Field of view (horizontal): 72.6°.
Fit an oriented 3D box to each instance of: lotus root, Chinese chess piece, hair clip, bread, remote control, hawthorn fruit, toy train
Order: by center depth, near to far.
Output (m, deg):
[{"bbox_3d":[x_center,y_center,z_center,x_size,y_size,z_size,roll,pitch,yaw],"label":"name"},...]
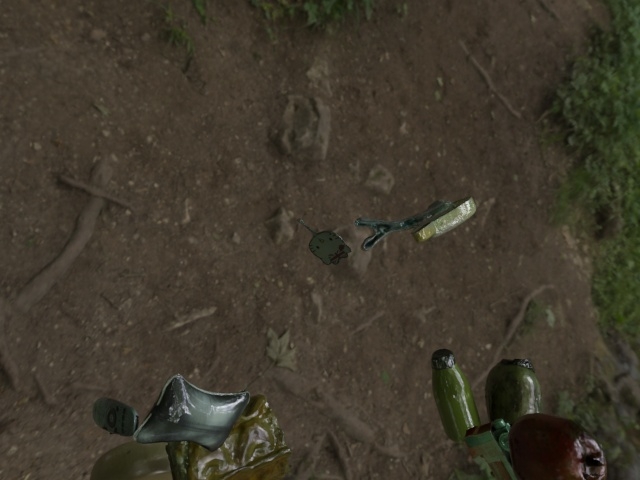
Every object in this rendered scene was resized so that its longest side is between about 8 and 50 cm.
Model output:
[{"bbox_3d":[0.204,0.186,0.378,0.077,0.077,0.077,31,38,-27],"label":"hawthorn fruit"},{"bbox_3d":[0.174,-0.032,0.776,0.159,0.218,0.071,-96,169,-83],"label":"hair clip"},{"bbox_3d":[0.399,0.473,0.928,0.074,0.118,0.176,-6,65,-60],"label":"toy train"},{"bbox_3d":[-0.217,0.494,1.014,0.252,0.196,0.239,-15,77,-36],"label":"bread"},{"bbox_3d":[-0.492,0.644,1.210,0.273,0.273,0.102,16,37,-41],"label":"Chinese chess piece"},{"bbox_3d":[0.567,0.500,1.258,0.173,0.173,0.310,10,73,-45],"label":"lotus root"},{"bbox_3d":[-0.615,0.528,1.309,0.045,0.256,0.098,9,81,-49],"label":"remote control"}]

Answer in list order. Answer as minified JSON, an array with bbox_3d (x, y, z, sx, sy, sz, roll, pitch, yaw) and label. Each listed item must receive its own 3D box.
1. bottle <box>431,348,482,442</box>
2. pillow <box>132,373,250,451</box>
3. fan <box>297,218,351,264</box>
[{"bbox_3d":[0.387,0.448,1.274,0.112,0.112,0.260,-27,101,-56],"label":"bottle"},{"bbox_3d":[-0.159,0.225,0.560,0.135,0.091,0.055,35,22,-44],"label":"pillow"},{"bbox_3d":[0.000,0.000,0.572,0.083,0.056,0.004,42,43,-14],"label":"fan"}]
